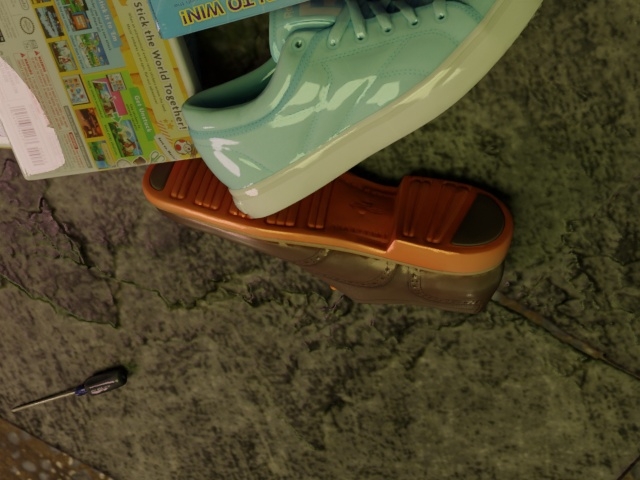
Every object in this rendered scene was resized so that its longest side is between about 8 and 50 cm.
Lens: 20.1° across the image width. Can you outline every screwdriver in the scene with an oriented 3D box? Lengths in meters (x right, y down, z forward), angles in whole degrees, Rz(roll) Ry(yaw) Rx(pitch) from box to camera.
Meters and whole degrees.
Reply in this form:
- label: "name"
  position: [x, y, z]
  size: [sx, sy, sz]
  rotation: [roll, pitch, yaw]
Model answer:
- label: "screwdriver"
  position: [-0.283, 0.174, 2.035]
  size: [0.170, 0.024, 0.025]
  rotation: [-21, 145, 34]

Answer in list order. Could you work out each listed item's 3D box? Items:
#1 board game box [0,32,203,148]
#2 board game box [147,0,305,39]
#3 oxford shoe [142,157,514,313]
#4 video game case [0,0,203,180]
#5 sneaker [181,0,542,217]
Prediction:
- label: "board game box"
  position: [-0.279, -0.201, 1.735]
  size: [0.316, 0.064, 0.242]
  rotation: [4, 125, 13]
- label: "board game box"
  position: [-0.026, -0.335, 1.451]
  size: [0.308, 0.086, 0.302]
  rotation: [-15, 137, 1]
- label: "oxford shoe"
  position: [0.000, 0.000, 1.766]
  size: [0.364, 0.130, 0.132]
  rotation: [14, 136, 9]
- label: "video game case"
  position: [-0.221, -0.166, 1.687]
  size: [0.206, 0.026, 0.227]
  rotation: [-7, 122, 20]
- label: "sneaker"
  position: [0.031, -0.168, 1.600]
  size: [0.366, 0.135, 0.150]
  rotation: [-36, 112, 16]
